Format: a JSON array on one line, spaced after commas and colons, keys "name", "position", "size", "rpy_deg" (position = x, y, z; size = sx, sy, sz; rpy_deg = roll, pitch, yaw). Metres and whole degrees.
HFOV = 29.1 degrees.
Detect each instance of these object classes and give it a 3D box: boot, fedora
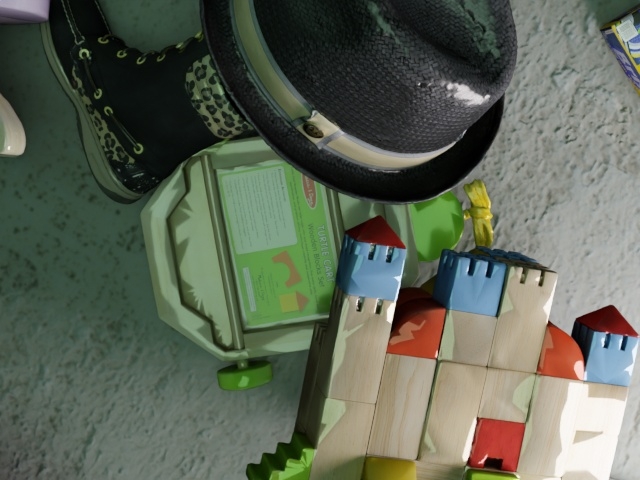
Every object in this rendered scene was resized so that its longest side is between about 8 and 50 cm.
[{"name": "boot", "position": [-0.162, -0.172, 1.171], "size": [0.179, 0.085, 0.236], "rpy_deg": [-23, 82, 30]}, {"name": "fedora", "position": [0.063, -0.202, 1.108], "size": [0.334, 0.152, 0.333], "rpy_deg": [8, 74, -28]}]

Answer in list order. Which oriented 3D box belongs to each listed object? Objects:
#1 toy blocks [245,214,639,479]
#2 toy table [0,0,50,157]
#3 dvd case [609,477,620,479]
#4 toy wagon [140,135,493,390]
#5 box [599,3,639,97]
[{"name": "toy blocks", "position": [0.139, 0.120, 1.162], "size": [0.382, 0.191, 0.260], "rpy_deg": [10, 97, -13]}, {"name": "toy table", "position": [-0.376, -0.164, 1.154], "size": [0.274, 0.252, 0.160], "rpy_deg": [7, 92, 42]}, {"name": "dvd case", "position": [0.230, 0.320, 1.289], "size": [0.253, 0.022, 0.180], "rpy_deg": [16, 97, -1]}, {"name": "toy wagon", "position": [0.000, 0.000, 1.238], "size": [0.345, 0.068, 0.267], "rpy_deg": [-9, 96, 2]}, {"name": "box", "position": [0.345, -0.153, 1.215], "size": [0.054, 0.059, 0.168], "rpy_deg": [-32, 95, 3]}]
